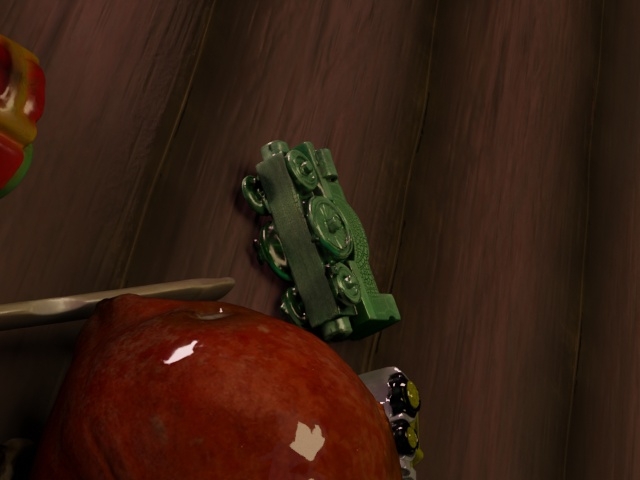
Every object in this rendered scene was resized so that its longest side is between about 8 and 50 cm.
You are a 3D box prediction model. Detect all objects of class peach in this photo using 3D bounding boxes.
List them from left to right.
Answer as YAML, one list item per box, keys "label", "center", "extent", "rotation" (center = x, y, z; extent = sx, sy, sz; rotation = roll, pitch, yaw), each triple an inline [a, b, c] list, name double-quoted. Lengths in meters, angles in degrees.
- label: "peach"
  center: [-0.073, 0.138, 1.024]
  extent: [0.256, 0.232, 0.232]
  rotation: [54, 35, 12]

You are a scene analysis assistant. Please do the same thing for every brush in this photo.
- label: "brush"
  center: [-0.196, 0.061, 1.077]
  extent: [0.321, 0.060, 0.050]
  rotation: [-7, 82, -38]

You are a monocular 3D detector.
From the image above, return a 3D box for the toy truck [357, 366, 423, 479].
- label: "toy truck"
  center: [0.051, 0.164, 1.327]
  extent: [0.077, 0.076, 0.111]
  rotation: [49, 33, -45]

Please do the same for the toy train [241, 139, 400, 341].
- label: "toy train"
  center: [0.000, 0.000, 1.385]
  extent: [0.105, 0.071, 0.178]
  rotation: [5, 62, -56]

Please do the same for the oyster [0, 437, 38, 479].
- label: "oyster"
  center: [-0.244, 0.150, 0.982]
  extent: [0.294, 0.094, 0.166]
  rotation: [0, 56, -56]

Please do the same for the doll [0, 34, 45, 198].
- label: "doll"
  center: [-0.331, -0.143, 1.031]
  extent: [0.363, 0.160, 0.182]
  rotation: [27, 47, -34]
